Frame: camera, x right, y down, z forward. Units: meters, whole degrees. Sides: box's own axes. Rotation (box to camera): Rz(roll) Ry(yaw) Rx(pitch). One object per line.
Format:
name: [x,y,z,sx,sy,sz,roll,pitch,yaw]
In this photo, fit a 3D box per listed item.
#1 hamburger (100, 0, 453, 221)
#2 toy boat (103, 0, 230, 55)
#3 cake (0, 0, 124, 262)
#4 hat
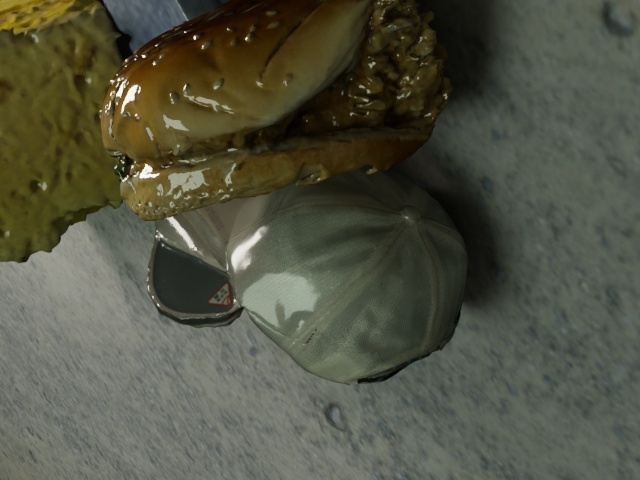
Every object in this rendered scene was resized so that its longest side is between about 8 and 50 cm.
hamburger: [-0.035,-0.106,0.878,0.286,0.243,0.146,2,118,49]
toy boat: [-0.110,-0.190,1.079,0.283,0.078,0.127,60,148,-2]
cake: [-0.307,-0.142,1.252,0.286,0.222,0.227,-127,20,-59]
hat: [-0.006,-0.001,1.002,0.275,0.232,0.161,30,111,40]
